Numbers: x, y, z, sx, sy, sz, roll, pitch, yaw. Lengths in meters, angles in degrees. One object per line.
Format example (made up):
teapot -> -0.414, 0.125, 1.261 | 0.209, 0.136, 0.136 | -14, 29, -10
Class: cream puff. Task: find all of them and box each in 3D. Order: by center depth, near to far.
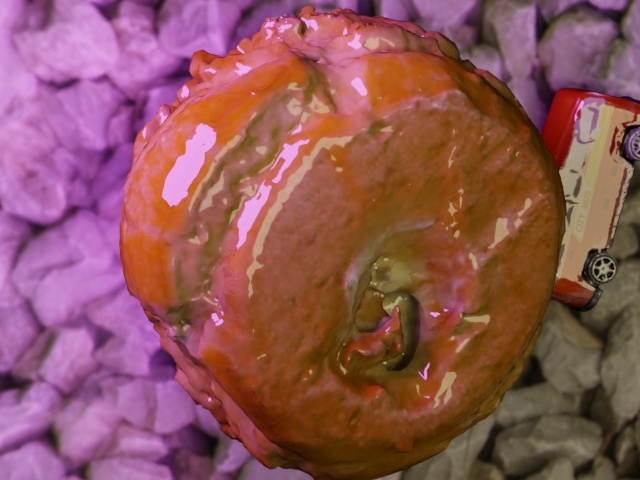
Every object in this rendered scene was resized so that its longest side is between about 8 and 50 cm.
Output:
cream puff -> 0.000, 0.000, 1.307 | 0.343, 0.231, 0.327 | 12, 101, -31

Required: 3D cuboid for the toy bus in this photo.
toy bus -> 0.201, -0.035, 1.473 | 0.077, 0.079, 0.174 | 16, 95, -16
